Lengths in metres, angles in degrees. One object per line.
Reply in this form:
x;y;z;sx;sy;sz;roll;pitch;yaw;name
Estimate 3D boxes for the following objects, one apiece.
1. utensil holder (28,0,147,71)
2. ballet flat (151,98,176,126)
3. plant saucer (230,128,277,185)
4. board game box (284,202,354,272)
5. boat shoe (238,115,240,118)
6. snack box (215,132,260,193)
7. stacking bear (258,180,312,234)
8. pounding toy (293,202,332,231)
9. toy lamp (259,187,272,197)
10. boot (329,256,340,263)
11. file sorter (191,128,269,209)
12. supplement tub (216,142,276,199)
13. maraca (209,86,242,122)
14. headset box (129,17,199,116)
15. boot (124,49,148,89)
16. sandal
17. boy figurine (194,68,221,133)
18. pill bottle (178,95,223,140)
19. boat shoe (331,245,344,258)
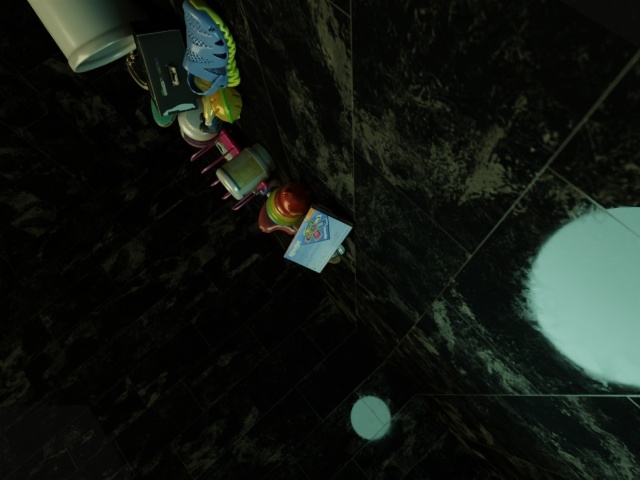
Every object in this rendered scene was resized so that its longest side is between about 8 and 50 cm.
-0.828;-0.845;1.432;0.386;0.327;0.327;63;165;-24;utensil holder
-0.613;-0.629;1.649;0.124;0.116;0.343;-90;-1;-78;ballet flat
-0.310;-0.355;1.851;0.311;0.050;0.311;48;171;10;plant saucer
-0.013;0.001;1.369;0.144;0.027;0.281;24;139;-8;board game box
-0.323;-0.470;1.459;0.056;0.049;0.152;47;170;17;boat shoe
-0.431;-0.399;2.168;0.187;0.060;0.322;41;167;40;snack box
-0.117;-0.132;1.536;0.289;0.175;0.165;151;121;-69;stacking bear
-0.004;0.010;1.475;0.094;0.181;0.206;36;163;52;pounding toy
-0.181;-0.146;1.982;0.275;0.080;0.080;51;170;-2;toy lamp
0.026;0.036;1.834;0.157;0.059;0.085;38;-153;-21;boot
-0.393;-0.292;1.770;0.291;0.182;0.202;52;170;-16;file sorter
-0.289;-0.272;1.614;0.144;0.199;0.144;47;169;12;supplement tub
-0.304;-0.457;1.311;0.127;0.099;0.186;93;161;-62;maraca
-0.515;-0.573;1.359;0.283;0.131;0.247;-129;28;-48;headset box
-0.800;-0.859;1.739;0.284;0.138;0.378;113;136;-77;boot
-0.297;-0.479;1.070;0.126;0.138;0.317;49;169;11;sandal
-0.393;-0.490;1.443;0.285;0.091;0.178;114;153;-68;boy figurine
-0.514;-0.509;1.772;0.182;0.181;0.323;52;170;-15;pill bottle
0.011;0.011;1.720;0.228;0.076;0.080;39;166;44;boat shoe
